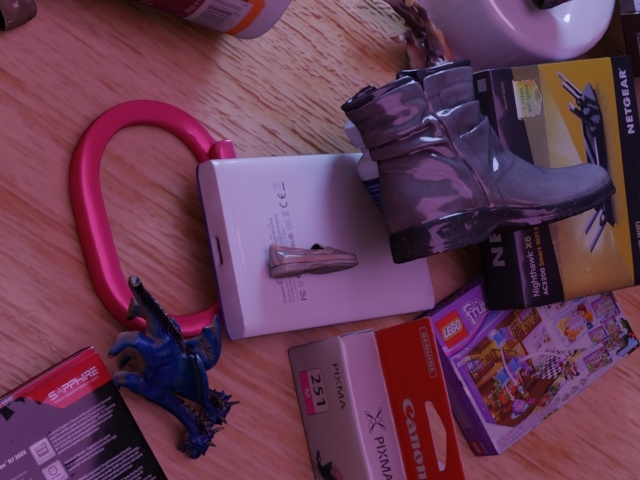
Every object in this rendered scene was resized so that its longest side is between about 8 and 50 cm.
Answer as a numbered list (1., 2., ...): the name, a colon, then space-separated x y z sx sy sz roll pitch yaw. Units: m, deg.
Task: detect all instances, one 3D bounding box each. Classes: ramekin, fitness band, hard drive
1. ramekin: 0.272 -0.351 2.010 0.277 0.135 0.277 7 76 -28
2. fitness band: -0.185 -0.026 1.739 0.209 0.054 0.290 -13 85 -28
3. hard drive: 0.000 0.000 1.798 0.319 0.040 0.210 -6 82 -43

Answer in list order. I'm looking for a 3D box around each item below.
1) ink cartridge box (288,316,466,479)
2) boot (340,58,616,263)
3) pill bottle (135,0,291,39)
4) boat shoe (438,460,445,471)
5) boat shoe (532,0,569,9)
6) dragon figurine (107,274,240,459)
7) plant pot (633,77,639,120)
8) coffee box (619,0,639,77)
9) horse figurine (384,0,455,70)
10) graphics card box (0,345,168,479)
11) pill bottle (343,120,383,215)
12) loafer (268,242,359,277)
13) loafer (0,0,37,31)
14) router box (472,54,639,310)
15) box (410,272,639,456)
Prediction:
1. ink cartridge box: 0.069 0.240 1.711 0.060 0.239 0.275 -9 84 -30
2. boot: 0.199 -0.115 1.744 0.338 0.118 0.222 -14 88 -35
3. pill bottle: -0.218 -0.395 1.697 0.392 0.224 0.224 17 72 -26
4. boat shoe: 0.162 0.396 1.824 0.084 0.095 0.258 -28 83 -26
5. boat shoe: 0.266 -0.404 1.894 0.073 0.080 0.223 -32 100 -35
6. dragon figurine: -0.156 0.130 1.634 0.144 0.289 0.085 14 45 3
7. plant pot: 0.574 -0.160 2.088 0.284 0.284 0.191 -53 140 -27
8. coffee box: 0.471 -0.373 2.072 0.141 0.098 0.246 64 25 -52
9. horse figurine: 0.142 -0.212 1.922 0.174 0.066 0.263 30 44 -66
10. graphics card box: -0.261 0.332 1.594 0.233 0.094 0.371 -32 95 -31
11. pill bottle: 0.111 -0.082 1.816 0.112 0.112 0.186 -40 106 -29
12. loafer: -0.007 0.018 1.730 0.125 0.045 0.039 -5 75 -40
13. loafer: -0.390 -0.298 1.678 0.148 0.056 0.050 42 57 -15
14. router box: 0.313 -0.078 1.916 0.243 0.081 0.308 -10 92 -31
15. box: 0.274 0.126 1.954 0.293 0.057 0.201 -31 96 -30
